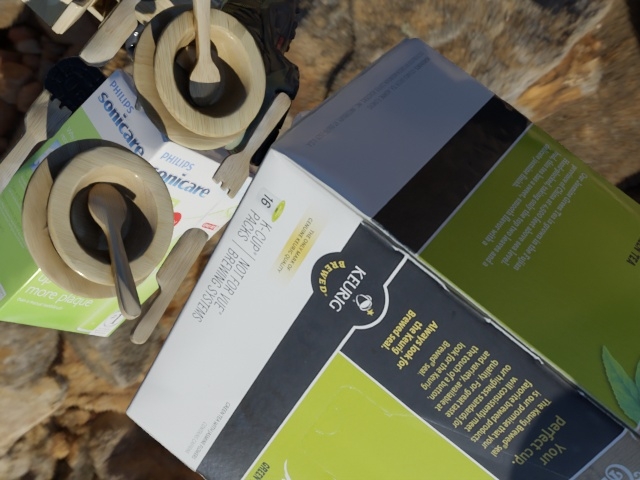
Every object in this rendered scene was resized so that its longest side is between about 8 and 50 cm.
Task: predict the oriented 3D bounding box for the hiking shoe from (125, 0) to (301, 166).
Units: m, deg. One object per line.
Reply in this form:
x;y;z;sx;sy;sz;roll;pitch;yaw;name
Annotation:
-0.079;-0.151;0.776;0.114;0.227;0.086;19;123;-19;hiking shoe

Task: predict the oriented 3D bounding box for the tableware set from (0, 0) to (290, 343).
-0.089;-0.055;0.597;0.128;0.039;0.194;43;62;-28;tableware set

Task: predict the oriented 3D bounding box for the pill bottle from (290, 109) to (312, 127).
0.000;0.000;1.452;0.176;0.176;0.319;21;110;5;pill bottle

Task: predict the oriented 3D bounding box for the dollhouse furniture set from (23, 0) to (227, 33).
-0.129;-0.148;0.710;0.101;0.182;0.161;42;135;-13;dollhouse furniture set

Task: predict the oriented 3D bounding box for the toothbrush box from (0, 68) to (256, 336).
-0.237;-0.032;1.220;0.283;0.206;0.122;-43;65;12;toothbrush box

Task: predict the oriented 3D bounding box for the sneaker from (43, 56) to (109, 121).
-0.260;-0.131;1.494;0.107;0.124;0.283;-34;91;3;sneaker

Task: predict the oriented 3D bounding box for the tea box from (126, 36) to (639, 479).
0.077;0.089;0.826;0.323;0.220;0.329;40;133;7;tea box
